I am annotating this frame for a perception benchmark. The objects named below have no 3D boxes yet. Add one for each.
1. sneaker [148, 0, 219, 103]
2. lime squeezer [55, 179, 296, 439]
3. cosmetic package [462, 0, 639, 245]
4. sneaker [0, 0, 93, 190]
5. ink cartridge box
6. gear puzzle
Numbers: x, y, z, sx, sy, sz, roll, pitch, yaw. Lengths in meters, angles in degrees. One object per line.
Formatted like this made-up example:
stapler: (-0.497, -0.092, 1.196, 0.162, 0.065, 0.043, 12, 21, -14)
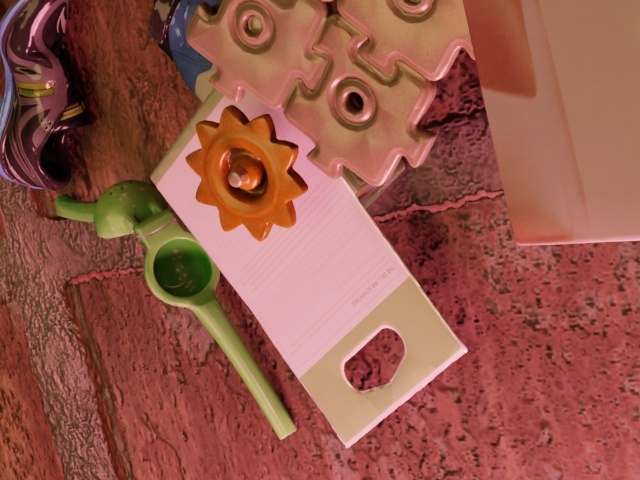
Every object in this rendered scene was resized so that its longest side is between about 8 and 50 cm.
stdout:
sneaker: (-0.071, -0.163, 1.234, 0.084, 0.058, 0.152, 47, 145, 18)
lime squeezer: (-0.123, 0.023, 1.388, 0.310, 0.059, 0.110, 41, 134, 34)
cosmetic package: (0.149, -0.158, 0.867, 0.129, 0.153, 0.296, -3, 101, 52)
sneaker: (-0.209, -0.122, 1.445, 0.078, 0.067, 0.188, 24, 124, 20)
ink cartridge box: (0.000, 0.000, 1.217, 0.235, 0.056, 0.171, 52, 142, 7)
gear puzzle: (0.016, -0.130, 1.085, 0.175, 0.044, 0.339, 38, 124, 15)
